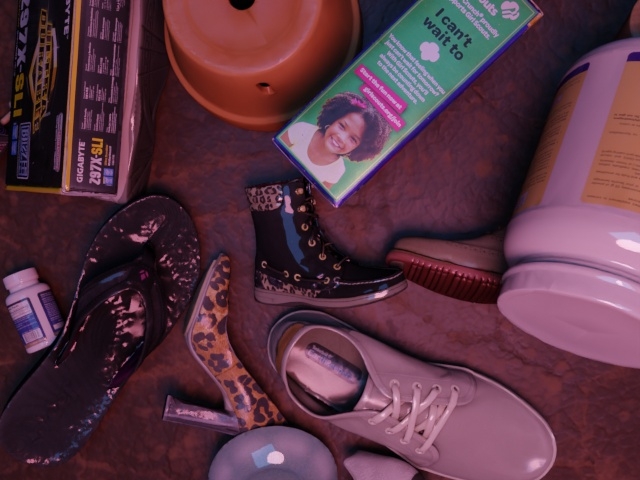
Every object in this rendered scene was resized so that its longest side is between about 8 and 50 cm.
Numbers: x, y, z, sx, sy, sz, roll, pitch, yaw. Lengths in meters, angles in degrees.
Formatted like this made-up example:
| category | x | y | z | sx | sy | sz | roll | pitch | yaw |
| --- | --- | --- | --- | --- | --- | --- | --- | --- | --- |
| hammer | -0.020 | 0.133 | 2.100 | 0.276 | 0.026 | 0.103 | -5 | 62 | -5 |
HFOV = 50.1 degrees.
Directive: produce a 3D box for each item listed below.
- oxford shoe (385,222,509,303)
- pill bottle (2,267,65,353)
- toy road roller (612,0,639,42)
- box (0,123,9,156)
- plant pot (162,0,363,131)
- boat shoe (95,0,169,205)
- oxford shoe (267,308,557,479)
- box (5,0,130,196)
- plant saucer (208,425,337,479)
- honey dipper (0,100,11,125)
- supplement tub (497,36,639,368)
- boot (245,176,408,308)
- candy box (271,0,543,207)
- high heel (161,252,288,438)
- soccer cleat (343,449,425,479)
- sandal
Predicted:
| category | x | y | z | sx | sy | sz | roll | pitch | yaw |
| --- | --- | --- | --- | --- | --- | --- | --- | --- | --- |
| oxford shoe | 0.268 | 0.023 | 0.976 | 0.348 | 0.123 | 0.130 | 9 | 74 | 0 |
| pill bottle | -0.436 | 0.105 | 1.044 | 0.067 | 0.067 | 0.120 | -23 | 91 | 5 |
| toy road roller | 0.534 | -0.330 | 0.890 | 0.330 | 0.202 | 0.240 | -11 | 77 | 4 |
| box | -0.615 | -0.104 | 0.996 | 0.165 | 0.143 | 0.270 | 42 | 103 | 2 |
| plant pot | -0.090 | -0.303 | 0.930 | 0.291 | 0.203 | 0.290 | 0 | 93 | 5 |
| boat shoe | -0.293 | -0.213 | 0.996 | 0.103 | 0.118 | 0.320 | 11 | 102 | 5 |
| oxford shoe | 0.125 | 0.237 | 0.978 | 0.449 | 0.130 | 0.169 | 26 | 93 | 2 |
| box | -0.349 | -0.222 | 0.935 | 0.079 | 0.257 | 0.322 | 3 | 93 | -37 |
| plant saucer | -0.069 | 0.365 | 1.011 | 0.195 | 0.037 | 0.195 | -2 | 112 | -5 |
| honey dipper | -0.501 | -0.174 | 1.057 | 0.161 | 0.030 | 0.030 | -38 | 89 | 9 |
| supplement tub | 0.360 | -0.042 | 0.812 | 0.241 | 0.241 | 0.331 | 24 | 73 | 3 |
| boot | -0.002 | 0.000 | 0.960 | 0.236 | 0.085 | 0.178 | -3 | 101 | 28 |
| candy box | 0.098 | -0.194 | 0.887 | 0.122 | 0.268 | 0.317 | 45 | 96 | -3 |
| high heel | -0.115 | 0.162 | 1.028 | 0.186 | 0.093 | 0.261 | 15 | 85 | -14 |
| soccer cleat | 0.063 | 0.467 | 1.015 | 0.143 | 0.116 | 0.331 | 18 | 100 | 29 |
| sandal | -0.304 | 0.143 | 0.990 | 0.167 | 0.107 | 0.445 | 28 | 92 | -24 |
